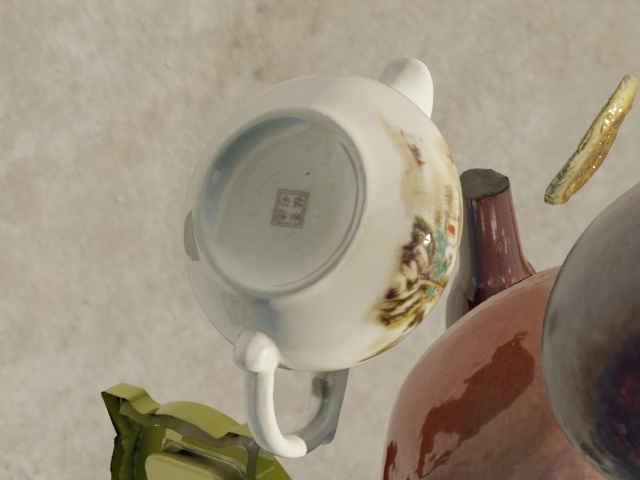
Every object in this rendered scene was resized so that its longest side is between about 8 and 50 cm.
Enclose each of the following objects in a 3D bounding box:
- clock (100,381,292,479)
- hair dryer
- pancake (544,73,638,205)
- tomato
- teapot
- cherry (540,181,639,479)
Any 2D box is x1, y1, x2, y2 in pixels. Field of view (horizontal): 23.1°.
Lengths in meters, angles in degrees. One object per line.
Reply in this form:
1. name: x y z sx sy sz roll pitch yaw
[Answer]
1. clock: -0.089 0.275 1.484 0.071 0.277 0.293 -25 120 -39
2. hair dryer: 0.294 0.016 1.787 0.340 0.123 0.312 -22 130 -20
3. pancake: 0.275 -0.098 1.569 0.158 0.028 0.158 -52 168 -16
4. tomato: 0.198 0.171 1.144 0.321 0.321 0.321 -16 134 -17
5. teapot: 0.000 0.000 1.073 0.139 0.204 0.298 25 84 -61
6. cherry: 0.155 0.008 0.480 0.148 0.115 0.188 -5 151 -44
